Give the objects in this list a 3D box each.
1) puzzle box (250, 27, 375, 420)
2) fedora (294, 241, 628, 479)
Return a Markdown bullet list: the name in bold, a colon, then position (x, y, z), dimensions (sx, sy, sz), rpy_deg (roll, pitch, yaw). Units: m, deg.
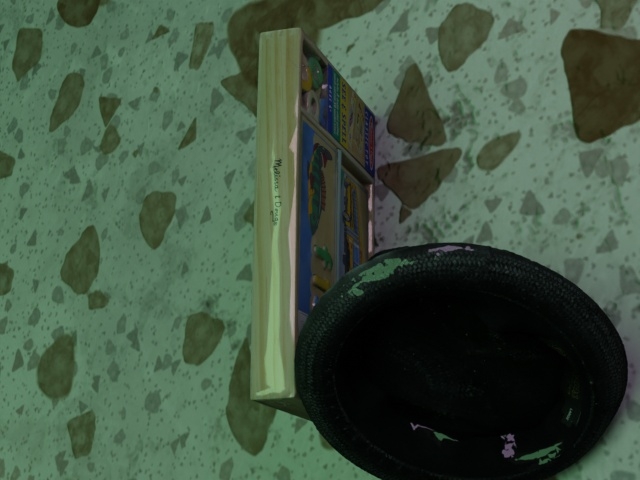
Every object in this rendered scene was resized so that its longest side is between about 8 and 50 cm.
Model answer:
- **puzzle box**: position (0.000, 0.000, 1.327), dimensions (0.052, 0.272, 0.409), rpy_deg (-5, 74, 19)
- **fedora**: position (0.137, 0.106, 1.185), dimensions (0.334, 0.334, 0.152), rpy_deg (-44, 23, 23)
